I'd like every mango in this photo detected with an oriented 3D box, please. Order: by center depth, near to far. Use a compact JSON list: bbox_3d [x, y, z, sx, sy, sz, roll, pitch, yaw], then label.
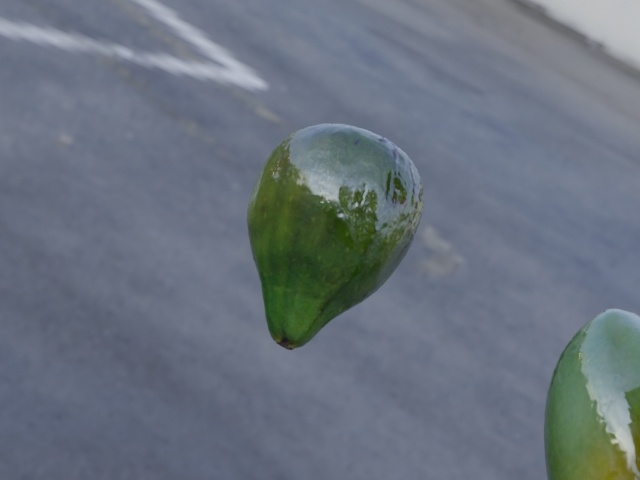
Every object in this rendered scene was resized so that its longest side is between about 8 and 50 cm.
[{"bbox_3d":[0.191,0.150,1.051,0.114,0.251,0.156,0,44,29],"label":"mango"}]

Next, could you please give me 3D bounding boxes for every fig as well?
[{"bbox_3d":[0.000,0.000,1.392,0.123,0.156,0.123,23,-19,8],"label":"fig"}]
